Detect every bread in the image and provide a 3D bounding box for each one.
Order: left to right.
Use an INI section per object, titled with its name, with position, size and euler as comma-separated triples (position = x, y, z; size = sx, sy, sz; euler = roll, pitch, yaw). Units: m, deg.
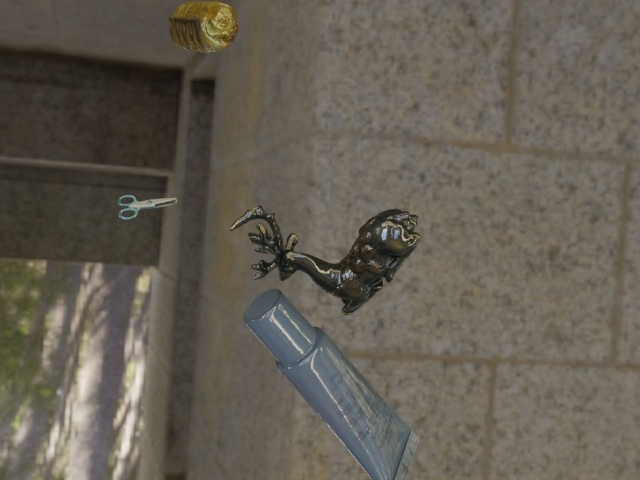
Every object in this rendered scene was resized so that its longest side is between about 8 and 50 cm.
[bread]
position = -0.237, -0.437, 2.057
size = 0.087, 0.098, 0.269
euler = 42, 173, -26

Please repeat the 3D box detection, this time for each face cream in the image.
[face cream]
position = 0.026, 0.227, 1.502
size = 0.086, 0.136, 0.385
euler = -19, 121, 38

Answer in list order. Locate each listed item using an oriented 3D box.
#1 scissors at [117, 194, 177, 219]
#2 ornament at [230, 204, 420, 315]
[scissors]
position = -0.350, -0.074, 2.045
size = 0.119, 0.058, 0.014
euler = -9, 151, -6
[ornament]
position = 0.000, 0.000, 1.428
size = 0.236, 0.202, 0.080
euler = 24, -145, -21
